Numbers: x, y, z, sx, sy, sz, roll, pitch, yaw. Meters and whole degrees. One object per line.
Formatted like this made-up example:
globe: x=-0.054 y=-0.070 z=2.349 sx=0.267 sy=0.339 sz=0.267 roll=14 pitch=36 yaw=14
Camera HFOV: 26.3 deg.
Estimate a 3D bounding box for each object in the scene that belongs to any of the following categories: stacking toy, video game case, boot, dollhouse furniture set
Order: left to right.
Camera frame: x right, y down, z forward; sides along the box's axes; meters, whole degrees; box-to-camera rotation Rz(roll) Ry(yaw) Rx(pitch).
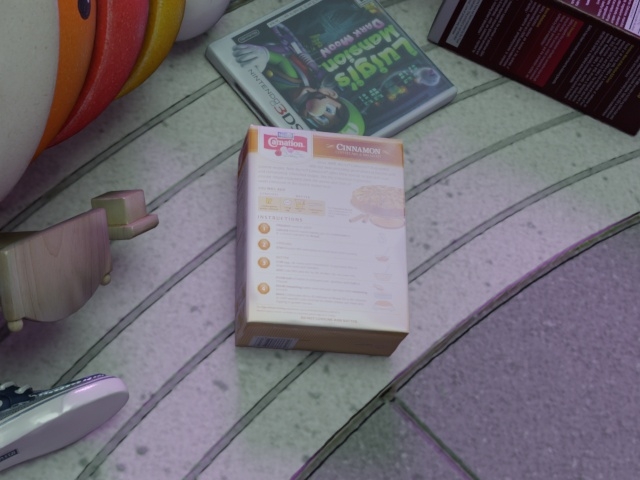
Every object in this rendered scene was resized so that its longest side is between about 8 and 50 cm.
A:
dollhouse furniture set: x=-0.332 y=0.086 z=1.058 sx=0.303 sy=0.174 sz=0.355 roll=-1 pitch=13 yaw=24
boot: x=-0.251 y=0.129 z=1.073 sx=0.190 sy=0.069 sz=0.086 roll=-23 pitch=65 yaw=-23
stacking toy: x=-0.231 y=-0.219 z=1.147 sx=0.350 sy=0.351 sz=0.480 roll=45 pitch=32 yaw=12
video game case: x=0.013 y=-0.165 z=1.345 sx=0.190 sy=0.022 sz=0.173 roll=-32 pitch=73 yaw=-29

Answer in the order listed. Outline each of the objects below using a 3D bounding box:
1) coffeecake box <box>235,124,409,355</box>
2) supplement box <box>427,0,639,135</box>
coffeecake box: x=0.000 y=0.000 z=1.207 sx=0.142 sy=0.068 sz=0.186 roll=5 pitch=67 yaw=-12
supplement box: x=0.243 y=-0.213 z=1.372 sx=0.239 sy=0.130 sz=0.073 roll=26 pitch=57 yaw=-1
